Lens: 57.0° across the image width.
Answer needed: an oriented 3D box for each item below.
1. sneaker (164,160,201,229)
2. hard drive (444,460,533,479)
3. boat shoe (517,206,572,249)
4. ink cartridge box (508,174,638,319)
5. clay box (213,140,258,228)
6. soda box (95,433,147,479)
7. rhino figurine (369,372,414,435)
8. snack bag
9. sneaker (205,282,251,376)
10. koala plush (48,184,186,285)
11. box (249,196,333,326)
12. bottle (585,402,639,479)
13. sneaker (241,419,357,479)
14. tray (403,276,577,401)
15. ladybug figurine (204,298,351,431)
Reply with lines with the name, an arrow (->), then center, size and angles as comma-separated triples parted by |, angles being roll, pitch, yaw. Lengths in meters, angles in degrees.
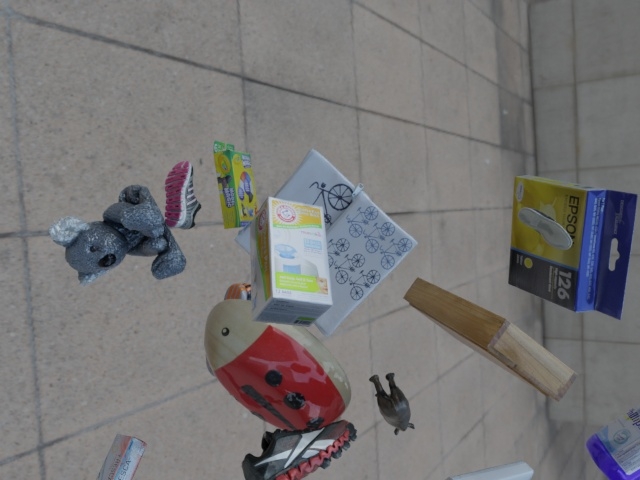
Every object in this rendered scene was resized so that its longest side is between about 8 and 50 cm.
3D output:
sneaker -> -0.309, -0.098, 1.341 | 0.075, 0.063, 0.170 | 40, 44, -57
hard drive -> 0.314, 0.590, 1.275 | 0.353, 0.047, 0.232 | 16, 109, -47
boat shoe -> 0.464, -0.026, 1.208 | 0.038, 0.125, 0.046 | -9, 130, -48
ink cartridge box -> 0.595, 0.010, 1.437 | 0.072, 0.307, 0.303 | -8, 107, -24
clay box -> -0.213, -0.143, 1.504 | 0.127, 0.053, 0.221 | -14, 97, -73
soda box -> -0.498, 0.571, 1.436 | 0.058, 0.063, 0.183 | 50, 47, -40
rhino figurine -> 0.183, 0.414, 1.450 | 0.243, 0.073, 0.106 | 66, 0, -52
snack bag -> 0.000, 0.000, 1.373 | 0.342, 0.323, 0.037 | 46, 19, 11
sneaker -> -0.247, 0.298, 1.920 | 0.180, 0.125, 0.320 | 14, 102, -46
koala plush -> -0.433, -0.001, 1.240 | 0.221, 0.203, 0.196 | -28, 134, -12
box -> -0.057, 0.038, 1.049 | 0.114, 0.103, 0.203 | 10, 56, -23
bottle -> 0.647, 0.351, 1.117 | 0.092, 0.283, 0.118 | 50, 12, -1
sneaker -> -0.047, 0.437, 1.235 | 0.276, 0.097, 0.135 | -25, 67, -33
tray -> 0.350, 0.203, 1.303 | 0.203, 0.411, 0.076 | 37, 89, -16
ladybug figurine -> -0.114, 0.336, 1.470 | 0.449, 0.305, 0.161 | 42, 43, -13
